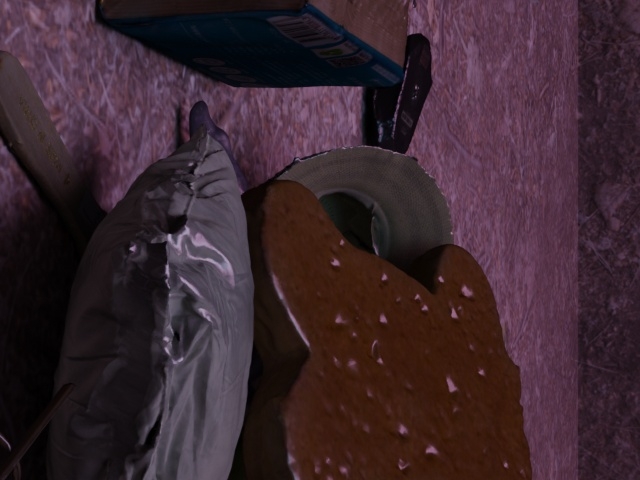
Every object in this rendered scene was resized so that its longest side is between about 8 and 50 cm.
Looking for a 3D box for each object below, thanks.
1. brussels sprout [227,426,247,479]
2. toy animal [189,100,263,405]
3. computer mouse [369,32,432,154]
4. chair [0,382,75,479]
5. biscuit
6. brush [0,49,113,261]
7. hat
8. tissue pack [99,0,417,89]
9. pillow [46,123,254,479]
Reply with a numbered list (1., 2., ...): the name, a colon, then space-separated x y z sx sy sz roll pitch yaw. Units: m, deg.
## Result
1. brussels sprout: -0.072 0.228 1.421 0.149 0.151 0.122 -26 85 -50
2. toy animal: -0.043 0.064 1.492 0.367 0.081 0.206 46 62 -32
3. computer mouse: 0.090 -0.176 1.971 0.099 0.057 0.172 40 64 -67
4. chair: -0.237 0.161 1.000 0.104 0.095 0.221 66 29 -25
5. biscuit: 0.058 0.154 1.453 0.394 0.076 0.368 20 57 -49
6. brush: -0.187 -0.023 1.248 0.336 0.020 0.085 66 32 -49
7. hat: 0.000 0.000 1.620 0.110 0.252 0.252 -137 -148 -57
8. tissue pack: -0.045 -0.218 1.389 0.271 0.192 0.134 21 72 -70
9. pillow: -0.118 0.089 1.201 0.283 0.138 0.310 -77 176 -66
